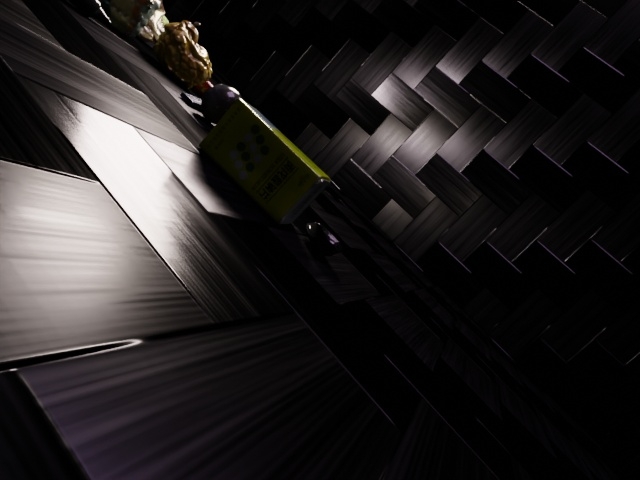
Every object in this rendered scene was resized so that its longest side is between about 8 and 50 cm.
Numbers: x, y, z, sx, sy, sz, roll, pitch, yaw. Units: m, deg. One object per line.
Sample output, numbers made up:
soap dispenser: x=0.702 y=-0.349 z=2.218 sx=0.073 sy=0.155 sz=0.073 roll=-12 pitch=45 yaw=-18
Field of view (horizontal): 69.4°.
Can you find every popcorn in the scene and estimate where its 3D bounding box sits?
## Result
popcorn: x=-0.441 y=-0.581 z=1.457 sx=0.140 sy=0.163 sz=0.194 roll=-86 pitch=164 yaw=-54

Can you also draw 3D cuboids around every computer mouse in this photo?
computer mouse: x=0.000 y=0.000 z=1.017 sx=0.079 sy=0.047 sz=0.135 roll=52 pitch=-6 yaw=-26

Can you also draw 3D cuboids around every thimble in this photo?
thimble: x=-0.617 y=-0.744 z=1.338 sx=0.288 sy=0.167 sz=0.254 roll=38 pitch=12 yaw=-22

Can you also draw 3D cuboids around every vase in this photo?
vase: x=-0.251 y=-0.340 z=1.291 sx=0.183 sy=0.120 sz=0.120 roll=56 pitch=8 yaw=-8

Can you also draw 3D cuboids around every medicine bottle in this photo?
medicine bottle: x=-0.112 y=-0.165 z=0.993 sx=0.250 sy=0.137 sz=0.141 roll=44 pitch=9 yaw=5

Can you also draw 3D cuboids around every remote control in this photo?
remote control: x=-0.352 y=-0.395 z=1.341 sx=0.044 sy=0.027 sz=0.152 roll=50 pitch=12 yaw=5

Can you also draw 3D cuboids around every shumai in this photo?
shumai: x=-0.598 y=-0.783 z=1.582 sx=0.201 sy=0.120 sz=0.201 roll=34 pitch=33 yaw=-26

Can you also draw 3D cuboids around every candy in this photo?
candy: x=-0.393 y=-0.521 z=1.608 sx=0.292 sy=0.059 sz=0.086 roll=44 pitch=9 yaw=-2

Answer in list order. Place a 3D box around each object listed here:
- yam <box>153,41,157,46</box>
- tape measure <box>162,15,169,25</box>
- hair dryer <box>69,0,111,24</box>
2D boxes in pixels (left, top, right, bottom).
yam: x=-0.557 y=-0.672 z=1.636 sx=0.094 sy=0.043 sz=0.043 roll=48 pitch=11 yaw=20
tape measure: x=-0.717 y=-0.931 z=1.916 sx=0.200 sy=0.106 sz=0.175 roll=43 pitch=-3 yaw=-6
hair dryer: x=-0.605 y=-0.609 z=1.055 sx=0.189 sy=0.107 sz=0.352 roll=51 pitch=7 yaw=27
